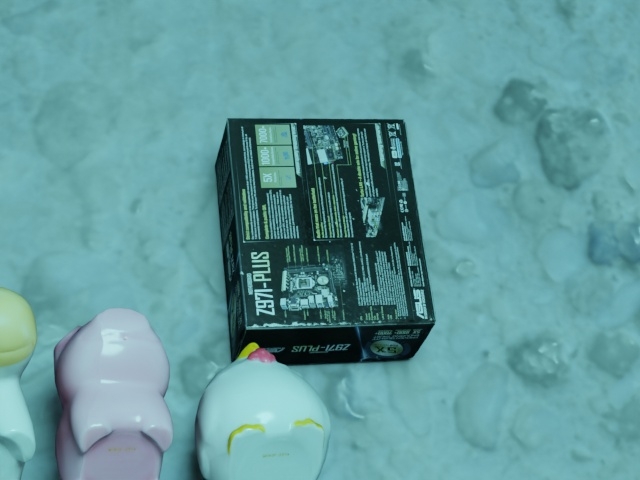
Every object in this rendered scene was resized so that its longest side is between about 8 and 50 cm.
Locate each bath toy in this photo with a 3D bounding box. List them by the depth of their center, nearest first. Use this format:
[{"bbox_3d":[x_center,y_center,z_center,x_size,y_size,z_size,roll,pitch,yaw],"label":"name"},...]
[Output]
[{"bbox_3d":[-0.162,0.107,0.926,0.348,0.151,0.129,8,19,-23],"label":"bath toy"}]

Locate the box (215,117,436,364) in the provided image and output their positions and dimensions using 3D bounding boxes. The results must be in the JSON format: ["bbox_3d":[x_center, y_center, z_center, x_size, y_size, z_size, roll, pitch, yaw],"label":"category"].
[{"bbox_3d":[0.000,0.000,1.066,0.147,0.077,0.180,-1,64,-13],"label":"box"}]
